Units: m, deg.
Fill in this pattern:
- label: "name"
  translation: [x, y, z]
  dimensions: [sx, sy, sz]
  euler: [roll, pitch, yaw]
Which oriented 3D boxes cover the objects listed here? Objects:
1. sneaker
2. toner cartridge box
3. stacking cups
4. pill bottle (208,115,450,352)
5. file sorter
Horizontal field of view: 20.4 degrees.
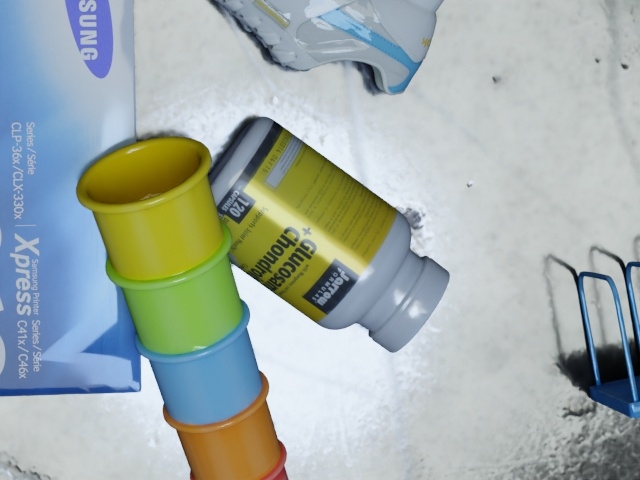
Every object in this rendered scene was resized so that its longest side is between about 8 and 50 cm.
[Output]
- label: "sneaker"
  translation: [-0.027, -0.175, 1.289]
  dimensions: [0.228, 0.087, 0.092]
  euler: [17, 95, -5]
- label: "toner cartridge box"
  translation: [-0.214, -0.063, 1.283]
  dimensions: [0.165, 0.075, 0.348]
  euler: [-2, 95, -7]
- label: "stacking cups"
  translation: [-0.079, 0.081, 1.265]
  dimensions: [0.096, 0.096, 0.316]
  euler: [-20, 121, -4]
- label: "pill bottle"
  translation: [0.000, 0.000, 1.297]
  dimensions: [0.184, 0.103, 0.103]
  euler: [36, 90, -7]
- label: "file sorter"
  translation: [0.288, 0.060, 1.329]
  dimensions: [0.170, 0.118, 0.105]
  euler: [-12, 92, -5]
